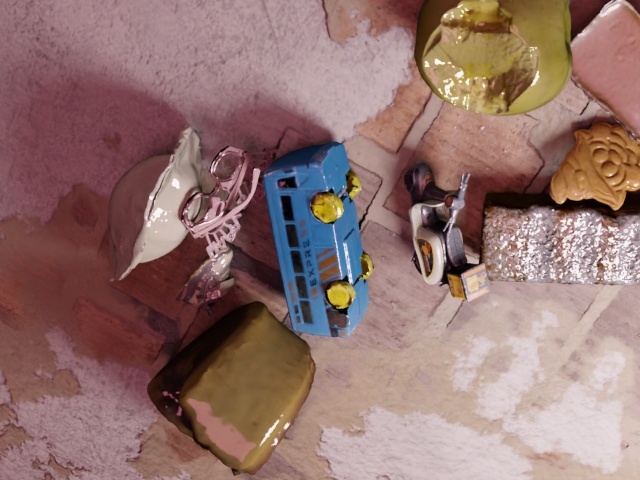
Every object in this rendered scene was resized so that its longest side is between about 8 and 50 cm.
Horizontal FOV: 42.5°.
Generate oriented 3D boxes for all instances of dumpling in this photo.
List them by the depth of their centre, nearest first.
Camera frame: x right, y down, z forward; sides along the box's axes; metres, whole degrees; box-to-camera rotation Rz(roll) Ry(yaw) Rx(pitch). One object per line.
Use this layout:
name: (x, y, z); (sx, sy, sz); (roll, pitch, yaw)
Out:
dumpling: (-0.343, -0.049, 1.635); (0.341, 0.260, 0.181); (-33, 110, 18)

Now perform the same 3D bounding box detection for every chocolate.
chocolate: (0.547, -0.285, 1.427); (0.261, 0.083, 0.161); (47, 114, 1)

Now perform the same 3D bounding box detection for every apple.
apple: (0.295, -0.342, 1.368); (0.279, 0.279, 0.279); (5, 114, 11)

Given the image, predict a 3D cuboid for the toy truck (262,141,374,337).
toy truck: (0.000, 0.000, 1.639); (0.162, 0.161, 0.385); (1, 115, 22)

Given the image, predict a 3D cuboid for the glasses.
glasses: (-0.161, -0.078, 1.620); (0.095, 0.162, 0.255); (36, 91, 33)

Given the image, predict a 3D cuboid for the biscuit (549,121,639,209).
biscuit: (0.525, -0.147, 1.482); (0.250, 0.035, 0.162); (-33, 74, 4)

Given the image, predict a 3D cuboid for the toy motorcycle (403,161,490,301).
toy motorcycle: (0.234, -0.024, 1.580); (0.157, 0.091, 0.263); (10, 118, 57)

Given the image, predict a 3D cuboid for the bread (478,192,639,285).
bread: (0.508, -0.003, 1.545); (0.417, 0.113, 0.165); (1, 112, 13)

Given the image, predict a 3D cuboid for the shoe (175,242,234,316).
shoe: (-0.233, 0.090, 1.767); (0.092, 0.089, 0.180); (40, 118, -5)

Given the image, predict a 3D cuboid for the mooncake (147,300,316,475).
mooncake: (-0.193, 0.323, 1.692); (0.246, 0.394, 0.393); (43, 113, -9)
